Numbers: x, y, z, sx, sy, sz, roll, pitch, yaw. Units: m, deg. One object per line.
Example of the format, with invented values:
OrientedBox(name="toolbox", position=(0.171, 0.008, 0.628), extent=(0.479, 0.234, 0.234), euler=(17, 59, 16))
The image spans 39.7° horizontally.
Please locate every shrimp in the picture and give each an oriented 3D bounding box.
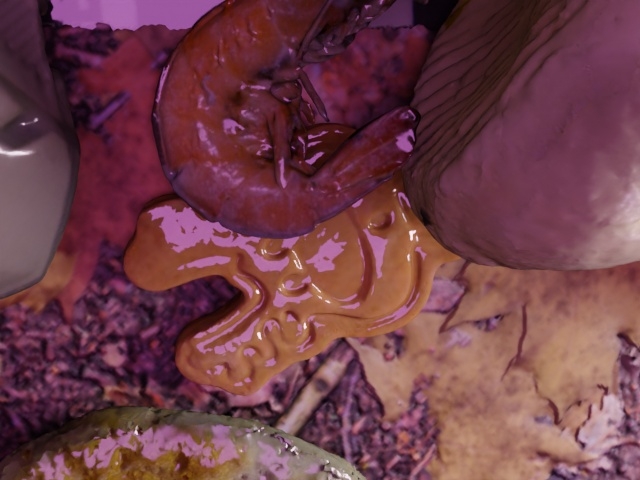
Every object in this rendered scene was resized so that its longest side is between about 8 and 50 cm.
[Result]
OrientedBox(name="shrimp", position=(0.012, -0.096, 0.482), extent=(0.251, 0.052, 0.143), euler=(-33, 76, 25))

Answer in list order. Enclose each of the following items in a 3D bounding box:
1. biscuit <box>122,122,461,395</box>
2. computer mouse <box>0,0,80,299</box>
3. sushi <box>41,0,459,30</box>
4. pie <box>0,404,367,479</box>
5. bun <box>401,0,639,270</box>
OrientedBox(name="biscuit", position=(0.002, 0.002, 0.562), extent=(0.236, 0.040, 0.144), euler=(-25, 112, -3))
OrientedBox(name="computer mouse", position=(-0.297, -0.112, 0.398), extent=(0.228, 0.145, 0.429), euler=(-42, 107, 15))
OrientedBox(name="sushi", position=(-0.066, -0.258, 0.451), extent=(0.373, 0.100, 0.296), euler=(-2, 103, -11))
OrientedBox(name="pie", position=(-0.100, 0.245, 0.577), extent=(0.323, 0.070, 0.323), euler=(-2, 99, -10))
OrientedBox(name="bun", position=(0.161, -0.097, 0.454), extent=(0.160, 0.259, 0.259), euler=(25, 96, -10))
